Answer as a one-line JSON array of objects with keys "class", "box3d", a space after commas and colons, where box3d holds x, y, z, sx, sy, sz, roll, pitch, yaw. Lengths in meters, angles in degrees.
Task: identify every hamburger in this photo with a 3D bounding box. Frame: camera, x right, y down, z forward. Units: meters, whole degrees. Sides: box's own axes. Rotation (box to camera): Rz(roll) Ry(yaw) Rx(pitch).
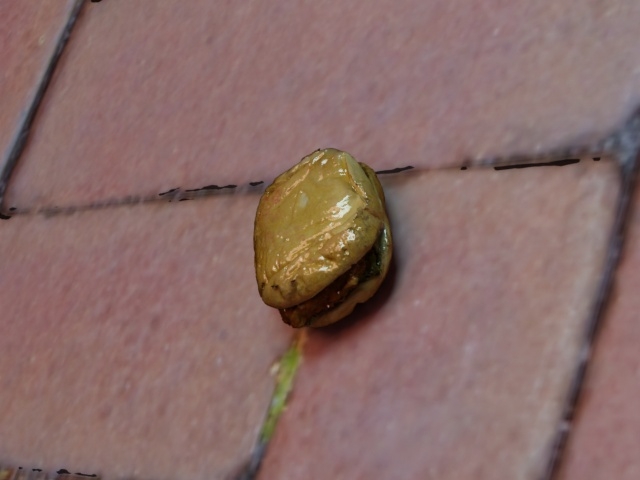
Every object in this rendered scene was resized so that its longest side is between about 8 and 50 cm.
[{"class": "hamburger", "box3d": [0.000, 0.000, 0.726, 0.076, 0.044, 0.083, -31, 45, 25]}]
